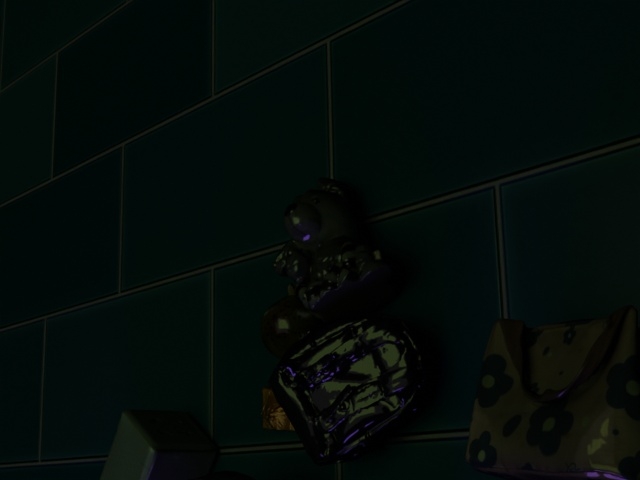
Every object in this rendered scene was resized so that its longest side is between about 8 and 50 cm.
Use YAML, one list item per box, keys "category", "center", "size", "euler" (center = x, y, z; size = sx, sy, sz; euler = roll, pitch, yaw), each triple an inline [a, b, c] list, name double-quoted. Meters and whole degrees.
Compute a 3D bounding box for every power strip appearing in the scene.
- category: "power strip"
  center: [-0.299, 0.429, 1.778]
  size: [0.139, 0.140, 0.224]
  euler: [34, 108, 47]

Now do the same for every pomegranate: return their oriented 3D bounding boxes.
- category: "pomegranate"
  center: [-0.036, 0.124, 1.573]
  size: [0.114, 0.114, 0.142]
  euler: [-39, 29, 37]

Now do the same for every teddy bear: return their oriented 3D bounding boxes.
- category: "teddy bear"
  center: [-0.003, 0.018, 1.510]
  size: [0.171, 0.144, 0.251]
  euler: [-48, 49, 17]

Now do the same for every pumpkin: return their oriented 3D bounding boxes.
- category: "pumpkin"
  center: [-0.070, 0.271, 1.626]
  size: [0.101, 0.035, 0.073]
  euler: [-13, 69, 50]

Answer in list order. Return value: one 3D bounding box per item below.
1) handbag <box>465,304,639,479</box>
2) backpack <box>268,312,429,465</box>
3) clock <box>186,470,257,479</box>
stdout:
- category: "handbag"
  center: [0.297, 0.181, 1.115]
  size: [0.251, 0.190, 0.193]
  euler: [-10, 64, 52]
- category: "backpack"
  center: [0.046, 0.204, 1.426]
  size: [0.258, 0.133, 0.206]
  euler: [-37, 73, 29]
- category: "clock"
  center: [-0.122, 0.496, 1.472]
  size: [0.325, 0.067, 0.325]
  euler: [13, 110, 40]
